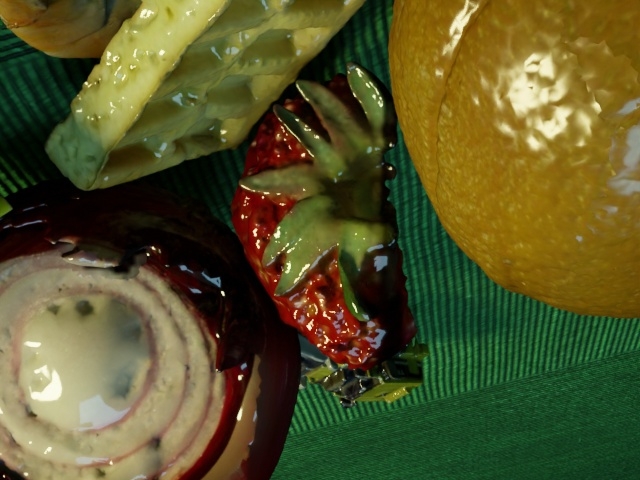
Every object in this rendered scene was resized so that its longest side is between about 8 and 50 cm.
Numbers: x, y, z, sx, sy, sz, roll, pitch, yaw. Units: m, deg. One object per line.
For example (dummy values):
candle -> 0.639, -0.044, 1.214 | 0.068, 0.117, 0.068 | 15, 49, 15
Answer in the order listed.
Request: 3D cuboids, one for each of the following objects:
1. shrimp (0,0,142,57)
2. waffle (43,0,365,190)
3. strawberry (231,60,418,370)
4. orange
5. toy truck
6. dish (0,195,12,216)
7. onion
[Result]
shrimp -> -0.147, -0.204, 0.667 | 0.152, 0.063, 0.287 | -15, 155, -3
waffle -> -0.070, -0.135, 0.779 | 0.168, 0.057, 0.274 | -20, 163, -46
strawberry -> 0.000, 0.000, 0.910 | 0.137, 0.233, 0.306 | -7, 168, -2
orange -> 0.202, -0.108, 0.718 | 0.322, 0.322, 0.357 | -9, 139, -9
toy truck -> 0.003, 0.129, 1.296 | 0.285, 0.111, 0.136 | 15, 142, -39
dish -> -0.354, 0.028, 0.746 | 0.262, 0.221, 0.108 | -31, 111, 18
onion -> -0.182, 0.096, 0.948 | 0.341, 0.341, 0.341 | -11, 152, -6
